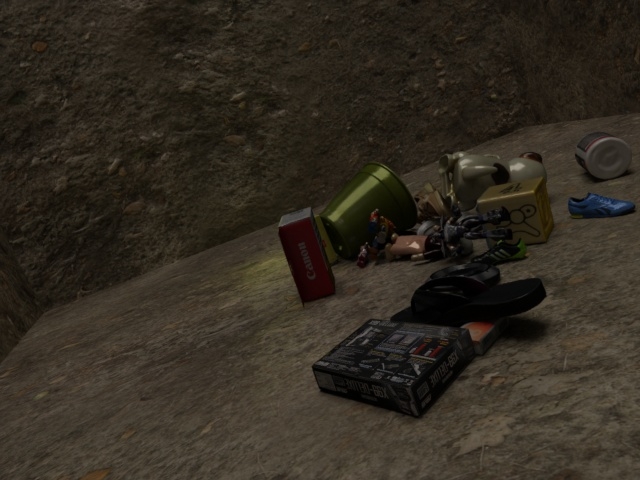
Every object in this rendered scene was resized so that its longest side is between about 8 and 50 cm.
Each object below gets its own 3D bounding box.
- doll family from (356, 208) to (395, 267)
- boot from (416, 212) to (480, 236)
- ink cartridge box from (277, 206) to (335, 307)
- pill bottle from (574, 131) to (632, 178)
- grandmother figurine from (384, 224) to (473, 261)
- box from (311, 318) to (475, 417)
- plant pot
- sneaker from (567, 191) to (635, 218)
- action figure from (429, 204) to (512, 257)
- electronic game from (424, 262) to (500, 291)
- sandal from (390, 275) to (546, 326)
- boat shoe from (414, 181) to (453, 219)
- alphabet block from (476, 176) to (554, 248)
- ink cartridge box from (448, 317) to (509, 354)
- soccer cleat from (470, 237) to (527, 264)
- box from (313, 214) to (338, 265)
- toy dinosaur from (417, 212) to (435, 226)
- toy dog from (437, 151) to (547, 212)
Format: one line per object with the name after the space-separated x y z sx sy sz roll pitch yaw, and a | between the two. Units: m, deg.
0.235 -0.003 2.051 0.118 0.263 0.163 18 28 4 | doll family
0.525 -0.057 2.015 0.258 0.095 0.123 -20 6 -12 | boot
-0.048 0.059 1.873 0.129 0.310 0.272 -18 14 5 | ink cartridge box
1.234 -0.385 2.202 0.176 0.177 0.318 -14 14 19 | pill bottle
0.420 0.015 1.898 0.342 0.104 0.208 -1 49 45 | grandmother figurine
0.167 0.283 1.176 0.307 0.077 0.242 -4 20 47 | box
0.183 -0.110 2.253 0.352 0.367 0.366 -35 18 -18 | plant pot
0.968 -0.127 1.729 0.069 0.082 0.209 -27 17 -40 | sneaker
0.504 -0.038 1.710 0.284 0.186 0.099 -12 -12 37 | action figure
0.437 0.116 1.544 0.229 0.048 0.229 -13 7 2 | electronic game
0.357 0.143 1.299 0.445 0.107 0.167 -22 5 46 | sandal
0.465 -0.141 2.055 0.110 0.122 0.341 -38 13 12 | boat shoe
0.690 -0.098 1.758 0.197 0.193 0.193 -8 19 36 | alphabet block
0.354 0.221 1.244 0.179 0.045 0.145 -1 22 47 | ink cartridge box
0.574 0.037 1.619 0.178 0.072 0.060 -15 14 18 | soccer cleat
0.000 0.000 2.208 0.058 0.233 0.087 -27 16 -18 | box
0.479 -0.115 2.264 0.211 0.112 0.064 -53 11 38 | toy dinosaur
0.740 -0.267 2.104 0.407 0.285 0.395 0 -19 -6 | toy dog
